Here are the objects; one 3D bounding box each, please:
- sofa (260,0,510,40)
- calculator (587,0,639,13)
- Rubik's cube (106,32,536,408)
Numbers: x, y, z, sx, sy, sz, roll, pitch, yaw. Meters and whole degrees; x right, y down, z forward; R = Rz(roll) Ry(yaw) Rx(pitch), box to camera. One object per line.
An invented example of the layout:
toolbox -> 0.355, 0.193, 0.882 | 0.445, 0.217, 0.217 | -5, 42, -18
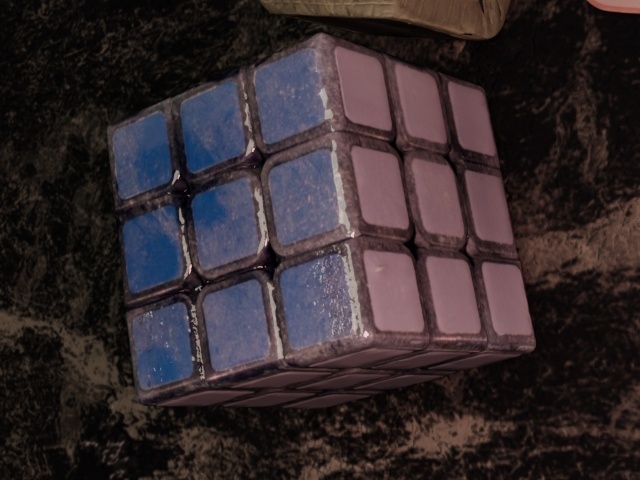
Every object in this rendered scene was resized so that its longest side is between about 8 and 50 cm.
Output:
sofa -> 0.072, -0.306, 1.449 | 0.210, 0.225, 0.176 | 10, 95, 41
calculator -> 0.346, -0.368, 1.356 | 0.220, 0.048, 0.330 | 9, 92, 37
Rubik's cube -> 0.000, 0.000, 1.420 | 0.301, 0.303, 0.305 | -17, 76, 35
